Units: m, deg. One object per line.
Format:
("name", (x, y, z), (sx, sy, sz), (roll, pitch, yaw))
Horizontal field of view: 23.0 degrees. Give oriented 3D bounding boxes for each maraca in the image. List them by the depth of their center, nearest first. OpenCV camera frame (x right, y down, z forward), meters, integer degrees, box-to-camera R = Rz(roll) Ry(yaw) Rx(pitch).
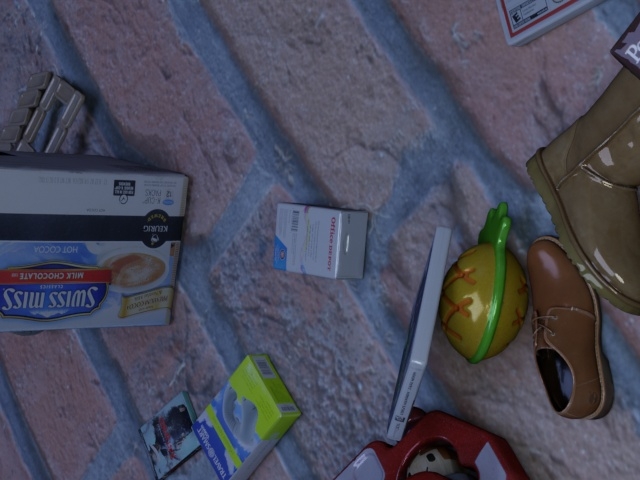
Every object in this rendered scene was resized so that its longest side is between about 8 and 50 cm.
("maraca", (0.189, 0.049, 1.784), (0.127, 0.099, 0.185), (147, 134, -74))

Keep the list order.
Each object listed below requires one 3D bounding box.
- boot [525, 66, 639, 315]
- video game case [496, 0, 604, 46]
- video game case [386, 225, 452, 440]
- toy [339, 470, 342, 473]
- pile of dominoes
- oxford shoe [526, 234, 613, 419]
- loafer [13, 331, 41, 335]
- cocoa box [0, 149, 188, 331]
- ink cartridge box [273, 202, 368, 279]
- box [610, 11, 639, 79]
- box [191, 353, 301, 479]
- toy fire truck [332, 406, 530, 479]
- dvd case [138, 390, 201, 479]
("boot", (0.351, -0.089, 1.626), (0.269, 0.089, 0.236), (-47, 59, 33))
("video game case", (0.258, -0.389, 1.774), (0.204, 0.025, 0.285), (-26, 71, 43))
("video game case", (0.112, 0.107, 1.793), (0.173, 0.022, 0.190), (101, -178, -54))
("toy", (0.030, 0.426, 1.972), (0.137, 0.056, 0.237), (27, 108, 45))
("pile of dominoes", (-0.454, -0.144, 2.492), (0.196, 0.040, 0.251), (39, 103, 51))
("oxford shoe", (0.262, 0.093, 1.724), (0.076, 0.076, 0.212), (-30, 66, 44))
("loafer", (-0.433, 0.028, 2.456), (0.251, 0.094, 0.087), (-70, 22, 7))
("cocoa box", (-0.397, -0.003, 2.218), (0.231, 0.347, 0.227), (14, 100, 45))
("ink cartridge box", (0.000, 0.000, 2.015), (0.122, 0.052, 0.088), (9, 96, 47))
("box", (0.472, -0.125, 1.413), (0.381, 0.143, 0.191), (47, 117, 27))
("box", (-0.107, 0.251, 2.130), (0.178, 0.042, 0.109), (-53, 54, 31))
("toy fire truck", (0.099, 0.323, 1.818), (0.302, 0.169, 0.254), (-49, 39, 17))
("dvd case", (-0.215, 0.283, 2.262), (0.119, 0.013, 0.087), (-42, 60, 38))
